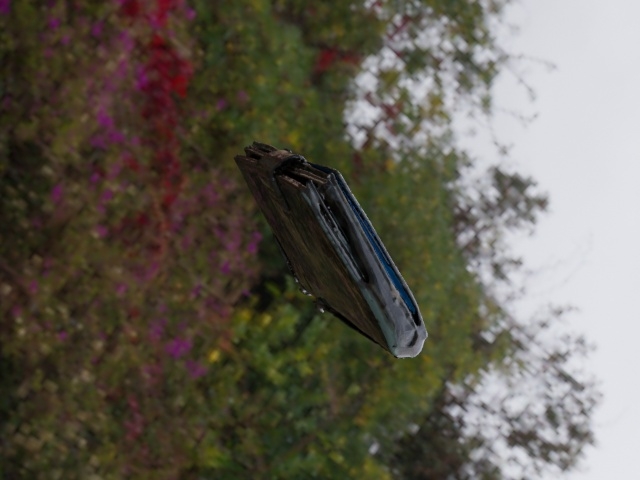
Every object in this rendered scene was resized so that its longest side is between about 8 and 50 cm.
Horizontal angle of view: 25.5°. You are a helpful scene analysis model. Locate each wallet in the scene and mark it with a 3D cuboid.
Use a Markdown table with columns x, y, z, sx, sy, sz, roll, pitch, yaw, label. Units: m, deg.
| x | y | z | sx | sy | sz | roll | pitch | yaw | label |
| --- | --- | --- | --- | --- | --- | --- | --- | --- | --- |
| 0.001 | 0.000 | 1.225 | 0.044 | 0.169 | 0.317 | -29 | -167 | -9 | wallet |
